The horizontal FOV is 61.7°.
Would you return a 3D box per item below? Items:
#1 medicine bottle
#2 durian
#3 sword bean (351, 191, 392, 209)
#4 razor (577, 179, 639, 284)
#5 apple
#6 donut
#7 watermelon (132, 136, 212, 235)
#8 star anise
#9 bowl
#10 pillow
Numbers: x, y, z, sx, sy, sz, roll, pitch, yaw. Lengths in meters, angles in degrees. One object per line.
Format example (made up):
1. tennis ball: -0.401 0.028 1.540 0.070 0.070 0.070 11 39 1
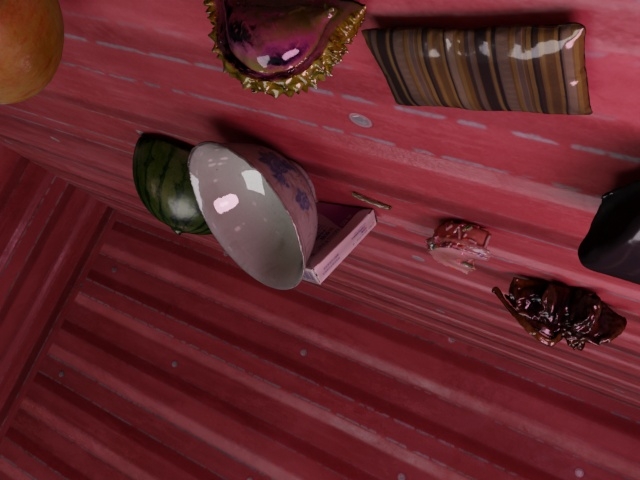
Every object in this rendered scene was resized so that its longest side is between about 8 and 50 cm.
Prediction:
1. medicine bottle: 0.000 0.000 1.131 0.171 0.201 0.052 13 138 46
2. durian: -0.053 -0.194 0.554 0.186 0.108 0.119 21 168 11
3. sword bean: 0.100 -0.076 1.048 0.083 0.012 0.012 22 169 5
4. razor: 0.464 0.034 0.557 0.348 0.114 0.204 24 168 6
5. apple: -0.449 -0.297 0.662 0.260 0.194 0.261 23 166 6
6. donut: 0.252 0.008 0.993 0.116 0.065 0.166 21 167 7
7. watermelon: -0.342 -0.115 1.346 0.330 0.190 0.331 17 165 5
8. star anise: 0.483 0.157 1.084 0.190 0.126 0.220 24 167 -22
9. bowl: -0.096 -0.073 1.018 0.313 0.146 0.314 35 145 29
10. pillow: 0.143 -0.160 0.501 0.203 0.038 0.113 15 163 34
